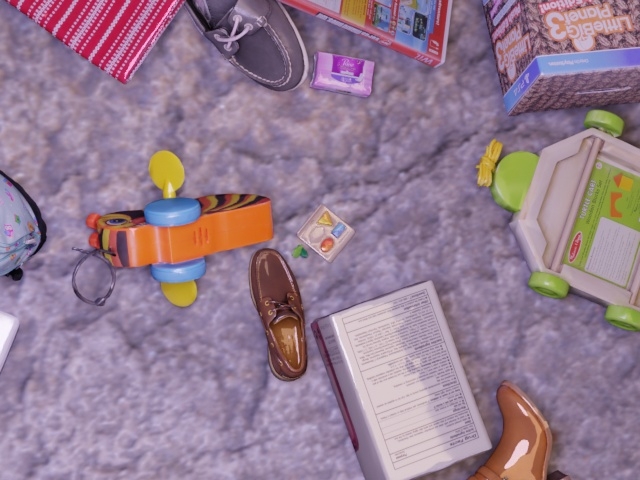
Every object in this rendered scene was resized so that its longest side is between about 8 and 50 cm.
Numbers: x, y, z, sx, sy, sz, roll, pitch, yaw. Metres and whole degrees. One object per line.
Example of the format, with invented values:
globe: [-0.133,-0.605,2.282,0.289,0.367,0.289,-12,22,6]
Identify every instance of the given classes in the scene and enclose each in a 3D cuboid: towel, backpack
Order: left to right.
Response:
backpack: [-0.419,-0.018,1.846,0.152,0.182,0.115,43,111,0]
towel: [-0.302,-0.354,1.946,0.275,0.031,0.199,36,95,10]

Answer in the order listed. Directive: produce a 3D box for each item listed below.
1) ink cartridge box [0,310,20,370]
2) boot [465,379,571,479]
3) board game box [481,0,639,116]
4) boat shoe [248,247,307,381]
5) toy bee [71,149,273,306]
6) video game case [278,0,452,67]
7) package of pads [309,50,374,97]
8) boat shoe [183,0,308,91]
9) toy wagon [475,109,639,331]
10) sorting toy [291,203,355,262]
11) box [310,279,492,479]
ink cartridge box: [-0.520,0.197,1.824,0.226,0.131,0.306,23,79,-9]
boot: [0.237,0.298,2.014,0.152,0.073,0.197,-25,86,-12]
board game box: [0.352,-0.337,2.073,0.232,0.141,0.291,-7,74,-14]
boat shoe: [-0.049,0.094,1.982,0.064,0.060,0.178,-11,84,-14]
toy bee: [-0.215,-0.018,1.925,0.298,0.162,0.195,9,96,-42]
video game case: [0.055,-0.370,2.035,0.285,0.025,0.204,19,66,-25]
package of pads: [0.029,-0.225,2.061,0.083,0.032,0.050,9,81,-11]
boat shoe: [-0.145,-0.326,1.984,0.335,0.112,0.095,56,38,6]
toy wagon: [0.367,-0.043,2.094,0.344,0.068,0.267,23,77,-8]
sorting toy: [0.000,0.000,2.031,0.062,0.012,0.083,40,75,-5]
box: [0.101,0.186,1.969,0.148,0.127,0.232,-18,87,-15]
